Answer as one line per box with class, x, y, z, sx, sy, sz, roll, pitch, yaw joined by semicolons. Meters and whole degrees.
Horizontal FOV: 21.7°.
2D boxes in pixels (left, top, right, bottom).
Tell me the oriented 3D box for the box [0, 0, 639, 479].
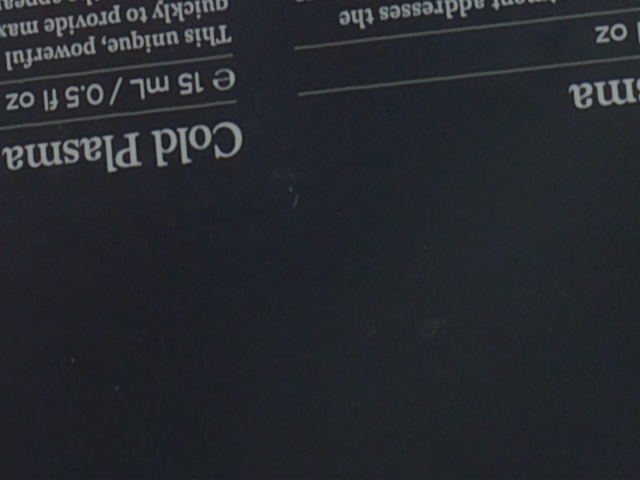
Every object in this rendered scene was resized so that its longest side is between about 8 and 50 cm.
box;0.000;0.000;0.542;0.179;0.343;0.312;25;60;-80
